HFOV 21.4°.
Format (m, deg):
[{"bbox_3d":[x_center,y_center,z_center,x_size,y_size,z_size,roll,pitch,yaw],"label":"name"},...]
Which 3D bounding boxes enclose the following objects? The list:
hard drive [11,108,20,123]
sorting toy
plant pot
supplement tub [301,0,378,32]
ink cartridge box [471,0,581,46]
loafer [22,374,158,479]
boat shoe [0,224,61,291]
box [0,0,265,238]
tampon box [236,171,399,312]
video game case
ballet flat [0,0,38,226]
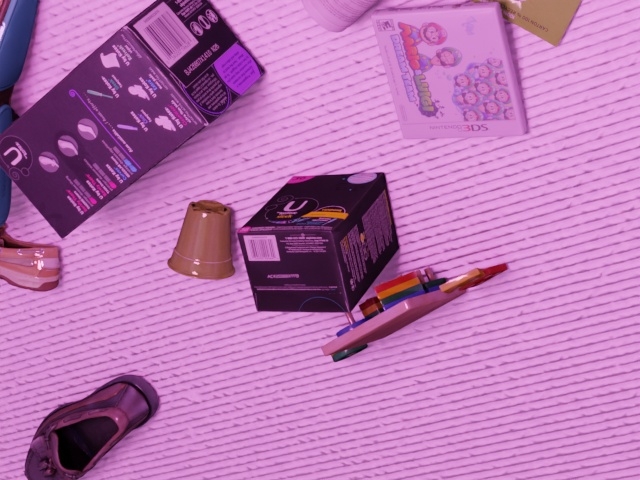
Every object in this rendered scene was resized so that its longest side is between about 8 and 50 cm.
[{"bbox_3d":[-0.566,-0.194,2.133,0.339,0.064,0.237,46,126,-4],"label":"hard drive"},{"bbox_3d":[0.084,0.072,1.928,0.274,0.132,0.046,-31,79,34],"label":"sorting toy"},{"bbox_3d":[-0.139,-0.004,2.026,0.083,0.083,0.079,15,110,18],"label":"plant pot"},{"bbox_3d":[0.037,-0.277,1.789,0.071,0.071,0.107,48,125,-5],"label":"supplement tub"},{"bbox_3d":[0.199,-0.321,1.671,0.189,0.097,0.255,29,125,8],"label":"ink cartridge box"},{"bbox_3d":[-0.325,0.266,2.254,0.096,0.084,0.267,48,126,-5],"label":"loafer"},{"bbox_3d":[-0.422,0.008,2.181,0.190,0.068,0.072,12,109,9],"label":"boat shoe"},{"bbox_3d":[-0.223,-0.149,1.926,0.270,0.165,0.143,-35,99,35],"label":"box"},{"bbox_3d":[0.000,0.000,1.903,0.120,0.161,0.101,-1,115,25],"label":"tampon box"},{"bbox_3d":[0.138,-0.180,1.813,0.143,0.019,0.157,0,125,27],"label":"video game case"},{"bbox_3d":[-0.409,-0.180,1.987,0.123,0.123,0.348,16,107,18],"label":"ballet flat"}]
